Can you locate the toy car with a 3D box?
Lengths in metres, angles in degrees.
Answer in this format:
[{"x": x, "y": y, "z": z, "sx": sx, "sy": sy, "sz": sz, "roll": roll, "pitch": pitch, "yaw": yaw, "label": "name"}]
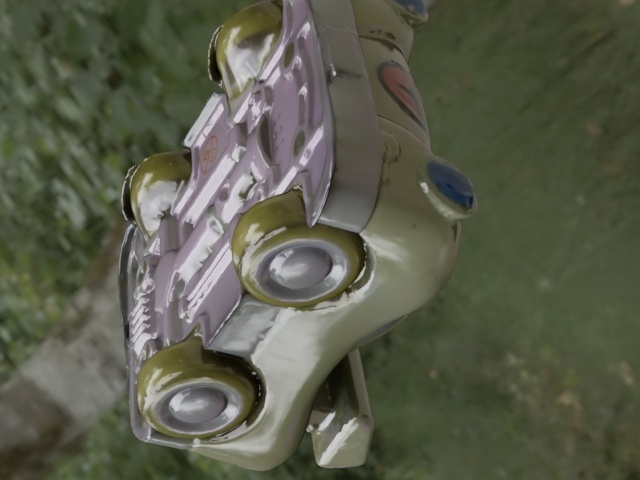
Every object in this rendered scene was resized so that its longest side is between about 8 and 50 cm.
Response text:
[{"x": 0.000, "y": 0.000, "z": 1.300, "sx": 0.336, "sy": 0.226, "sz": 0.242, "roll": -53, "pitch": 33, "yaw": 38, "label": "toy car"}]
